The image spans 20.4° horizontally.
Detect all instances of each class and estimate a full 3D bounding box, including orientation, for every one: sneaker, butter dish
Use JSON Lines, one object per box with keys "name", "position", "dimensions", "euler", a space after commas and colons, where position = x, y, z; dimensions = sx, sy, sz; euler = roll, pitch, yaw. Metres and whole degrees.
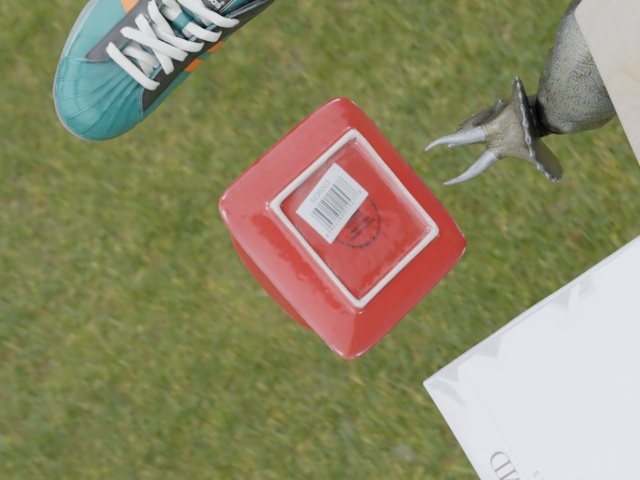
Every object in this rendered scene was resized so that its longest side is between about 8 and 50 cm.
{"name": "sneaker", "position": [-0.114, -0.210, 1.529], "dimensions": [0.302, 0.108, 0.121], "euler": [-51, 19, -9]}
{"name": "butter dish", "position": [0.000, 0.000, 1.352], "dimensions": [0.160, 0.160, 0.118], "euler": [-43, 7, -32]}

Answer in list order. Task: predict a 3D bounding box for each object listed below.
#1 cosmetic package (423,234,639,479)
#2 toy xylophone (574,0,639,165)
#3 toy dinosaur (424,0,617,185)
{"name": "cosmetic package", "position": [0.296, 0.091, 1.286], "dimensions": [0.385, 0.156, 0.217], "euler": [-37, 71, 13]}
{"name": "toy xylophone", "position": [0.211, -0.070, 0.885], "dimensions": [0.081, 0.323, 0.236], "euler": [-23, 95, -3]}
{"name": "toy dinosaur", "position": [0.218, -0.146, 1.349], "dimensions": [0.121, 0.313, 0.160], "euler": [40, 54, 3]}
